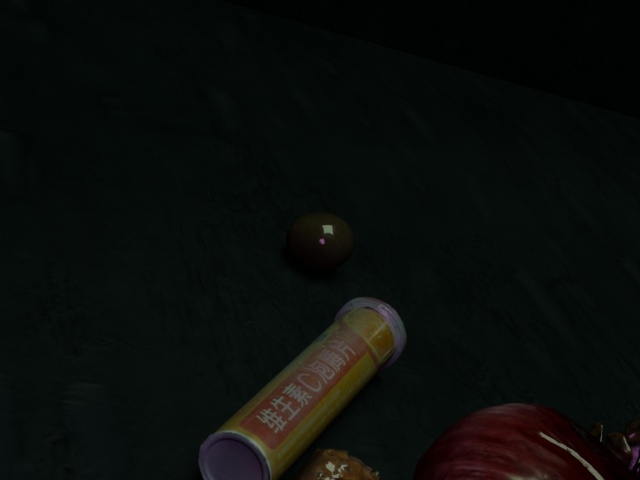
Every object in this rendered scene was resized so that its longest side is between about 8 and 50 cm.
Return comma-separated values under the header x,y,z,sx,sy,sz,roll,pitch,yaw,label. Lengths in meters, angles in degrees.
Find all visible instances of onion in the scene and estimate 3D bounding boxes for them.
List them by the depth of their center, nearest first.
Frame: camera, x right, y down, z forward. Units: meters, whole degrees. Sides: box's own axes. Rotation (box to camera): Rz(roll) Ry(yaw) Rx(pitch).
x,y,z,sx,sy,sz,roll,pitch,yaw,label
0.235,0.312,1.160,0.347,0.285,0.348,32,48,-44,onion

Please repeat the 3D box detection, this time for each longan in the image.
x,y,z,sx,sy,sz,roll,pitch,yaw,label
0.000,0.000,1.999,0.113,0.092,0.113,4,14,-1,longan

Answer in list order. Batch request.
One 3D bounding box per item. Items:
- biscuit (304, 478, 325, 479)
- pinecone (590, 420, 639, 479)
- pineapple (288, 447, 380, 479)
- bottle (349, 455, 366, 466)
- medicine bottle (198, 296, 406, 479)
x,y,z,sx,sy,sz,roll,pitch,yaw,label
-0.007,0.340,1.214,0.220,0.220,0.066,28,8,7,biscuit
0.363,0.319,1.586,0.202,0.201,0.229,64,9,19,pinecone
0.084,0.371,1.312,0.340,0.169,0.169,40,28,7,pineapple
0.016,0.303,1.477,0.053,0.053,0.140,28,26,7,bottle
-0.011,0.195,1.607,0.108,0.108,0.426,30,28,12,medicine bottle
